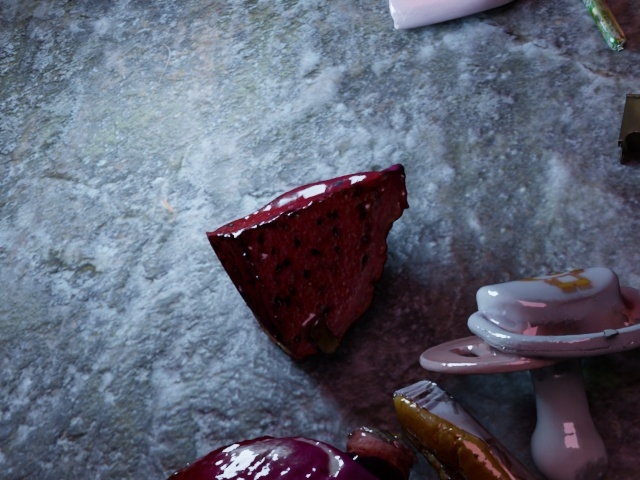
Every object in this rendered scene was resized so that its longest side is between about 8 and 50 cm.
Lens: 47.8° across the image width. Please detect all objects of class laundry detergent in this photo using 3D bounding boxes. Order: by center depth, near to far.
[{"bbox_3d":[0.299,-0.500,1.400,0.335,0.088,0.159,-10,54,12],"label":"laundry detergent"}]

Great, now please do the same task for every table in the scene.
[{"bbox_3d":[0.497,-0.164,1.100,0.070,0.083,0.082,8,67,28],"label":"table"}]

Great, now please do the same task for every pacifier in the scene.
[{"bbox_3d":[0.287,0.143,0.877,0.332,0.273,0.220,-9,35,-8],"label":"pacifier"}]

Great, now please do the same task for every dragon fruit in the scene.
[{"bbox_3d":[0.000,0.000,1.075,0.330,0.240,0.302,-35,71,4],"label":"dragon fruit"}]

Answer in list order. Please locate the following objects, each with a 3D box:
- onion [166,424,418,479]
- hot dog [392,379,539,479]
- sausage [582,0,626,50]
[{"bbox_3d":[0.018,0.353,0.776,0.398,0.398,0.420,21,35,30],"label":"onion"},{"bbox_3d":[0.188,0.275,0.873,0.075,0.144,0.268,-38,57,-15],"label":"hot dog"},{"bbox_3d":[0.498,-0.433,1.313,0.033,0.033,0.269,-16,53,9],"label":"sausage"}]
